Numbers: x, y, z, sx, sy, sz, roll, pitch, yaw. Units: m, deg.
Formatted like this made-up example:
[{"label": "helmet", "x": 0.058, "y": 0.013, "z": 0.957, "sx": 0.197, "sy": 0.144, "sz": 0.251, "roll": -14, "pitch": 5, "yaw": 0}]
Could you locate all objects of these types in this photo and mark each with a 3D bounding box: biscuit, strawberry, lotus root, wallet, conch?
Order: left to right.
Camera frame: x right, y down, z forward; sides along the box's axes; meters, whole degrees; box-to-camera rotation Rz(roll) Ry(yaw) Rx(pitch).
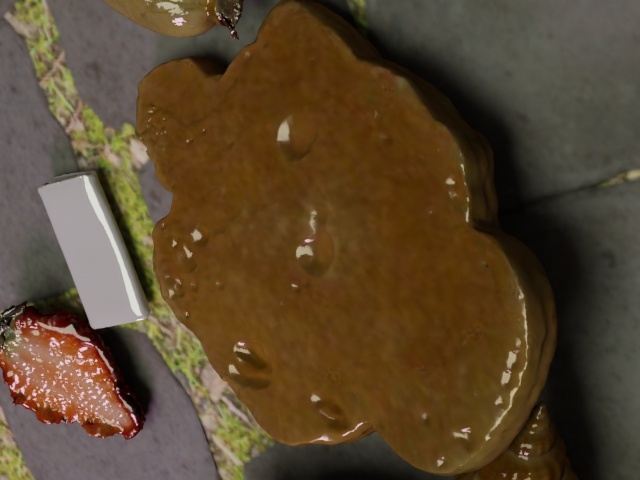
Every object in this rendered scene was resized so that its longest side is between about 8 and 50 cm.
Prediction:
[{"label": "strawberry", "x": -0.201, "y": 0.103, "z": 1.351, "sx": 0.152, "sy": 0.048, "sz": 0.104, "roll": 38, "pitch": 123, "yaw": -3}, {"label": "wallet", "x": -0.173, "y": 0.007, "z": 1.295, "sx": 0.061, "sy": 0.025, "sz": 0.122, "roll": -10, "pitch": 105, "yaw": 40}, {"label": "lotus root", "x": -0.105, "y": -0.177, "z": 1.134, "sx": 0.150, "sy": 0.062, "sz": 0.073, "roll": 27, "pitch": 100, "yaw": 25}, {"label": "biscuit", "x": 0.003, "y": 0.000, "z": 1.115, "sx": 0.376, "sy": 0.051, "sz": 0.269, "roll": 43, "pitch": 119, "yaw": 28}, {"label": "conch", "x": 0.133, "y": 0.222, "z": 1.147, "sx": 0.109, "sy": 0.093, "sz": 0.330, "roll": 0, "pitch": 136, "yaw": -1}]
